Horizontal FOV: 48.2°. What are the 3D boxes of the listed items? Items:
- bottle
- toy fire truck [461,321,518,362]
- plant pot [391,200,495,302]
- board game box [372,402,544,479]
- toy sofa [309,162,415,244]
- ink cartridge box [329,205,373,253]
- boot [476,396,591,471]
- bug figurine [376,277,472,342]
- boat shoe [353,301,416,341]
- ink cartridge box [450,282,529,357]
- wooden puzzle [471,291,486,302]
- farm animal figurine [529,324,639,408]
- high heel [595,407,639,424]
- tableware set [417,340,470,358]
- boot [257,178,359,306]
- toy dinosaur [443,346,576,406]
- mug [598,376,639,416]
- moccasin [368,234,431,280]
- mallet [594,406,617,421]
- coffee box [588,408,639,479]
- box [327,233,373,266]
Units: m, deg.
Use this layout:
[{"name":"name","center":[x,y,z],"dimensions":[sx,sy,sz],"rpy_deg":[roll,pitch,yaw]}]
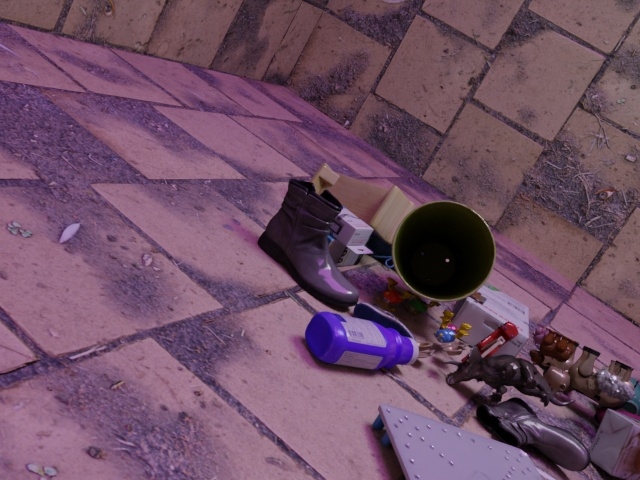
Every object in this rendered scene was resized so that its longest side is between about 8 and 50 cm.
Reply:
[{"name":"bottle","center":[0.102,0.233,1.606],"dimensions":[0.283,0.092,0.118],"rpy_deg":[16,24,-38]},{"name":"toy fire truck","center":[0.464,0.287,1.944],"dimensions":[0.047,0.192,0.135],"rpy_deg":[53,-6,9]},{"name":"plant pot","center":[0.332,0.052,2.038],"dimensions":[0.275,0.275,0.293],"rpy_deg":[33,-7,7]},{"name":"board game box","center":[0.305,0.492,1.316],"dimensions":[0.390,0.050,0.390],"rpy_deg":[23,19,-22]},{"name":"toy sofa","center":[0.123,-0.107,2.270],"dimensions":[0.362,0.150,0.177],"rpy_deg":[24,-14,45]},{"name":"ink cartridge box","center":[0.073,-0.037,1.991],"dimensions":[0.180,0.060,0.104],"rpy_deg":[38,19,26]},{"name":"boot","center":[0.483,0.460,1.652],"dimensions":[0.161,0.083,0.246],"rpy_deg":[1,27,-48]},{"name":"bug figurine","center":[0.298,0.212,1.997],"dimensions":[0.279,0.072,0.216],"rpy_deg":[37,12,31]},{"name":"boat shoe","center":[0.173,0.212,1.811],"dimensions":[0.183,0.066,0.066],"rpy_deg":[37,18,20]},{"name":"ink cartridge box","center":[0.514,0.239,2.176],"dimensions":[0.211,0.121,0.289],"rpy_deg":[32,19,8]},{"name":"wooden puzzle","center":[0.460,0.165,2.086],"dimensions":[0.049,0.006,0.083],"rpy_deg":[31,18,16]},{"name":"farm animal figurine","center":[0.738,0.385,2.070],"dimensions":[0.327,0.172,0.330],"rpy_deg":[25,1,25]},{"name":"high heel","center":[0.962,0.563,2.035],"dimensions":[0.377,0.127,0.181],"rpy_deg":[25,15,-27]},{"name":"tableware set","center":[0.295,0.271,1.800],"dimensions":[0.169,0.020,0.141],"rpy_deg":[-5,3,5]},{"name":"boot","center":[0.000,0.000,1.847],"dimensions":[0.338,0.222,0.118],"rpy_deg":[37,19,19]},{"name":"toy dinosaur","center":[0.471,0.325,1.741],"dimensions":[0.313,0.121,0.160],"rpy_deg":[5,22,-4]},{"name":"mug","center":[0.909,0.476,2.127],"dimensions":[0.158,0.129,0.097],"rpy_deg":[-11,23,16]},{"name":"moccasin","center":[0.285,0.042,2.321],"dimensions":[0.342,0.137,0.117],"rpy_deg":[23,24,-20]},{"name":"mallet","center":[0.878,0.552,2.078],"dimensions":[0.190,0.062,0.039],"rpy_deg":[44,19,-6]},{"name":"coffee box","center":[0.819,0.536,1.813],"dimensions":[0.246,0.141,0.098],"rpy_deg":[21,4,-23]},{"name":"box","center":[0.053,0.020,2.072],"dimensions":[0.060,0.100,0.244],"rpy_deg":[39,20,25]}]
